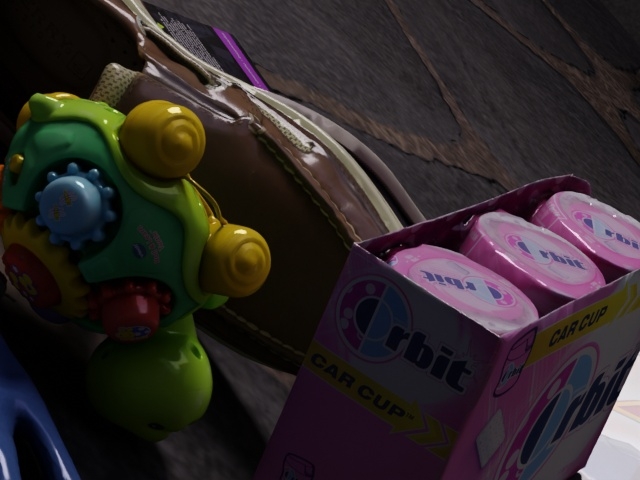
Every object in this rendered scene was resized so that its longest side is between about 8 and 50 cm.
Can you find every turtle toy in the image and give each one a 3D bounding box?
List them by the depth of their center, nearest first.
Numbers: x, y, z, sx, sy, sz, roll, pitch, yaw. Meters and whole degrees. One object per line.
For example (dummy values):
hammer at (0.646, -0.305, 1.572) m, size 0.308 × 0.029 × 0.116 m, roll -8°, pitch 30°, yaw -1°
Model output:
turtle toy at (-0.069, 0.008, 0.628) m, size 0.095 × 0.066 × 0.130 m, roll 9°, pitch -48°, yaw 52°

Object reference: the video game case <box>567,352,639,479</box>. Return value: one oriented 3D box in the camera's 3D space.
video game case at (0.175, 0.121, 0.760) m, size 0.275 × 0.035 × 0.248 m, roll -10°, pitch 46°, yaw -19°

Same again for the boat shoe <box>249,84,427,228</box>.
boat shoe at (0.000, 0.000, 0.820) m, size 0.075 × 0.065 × 0.206 m, roll 3°, pitch -27°, yaw 44°

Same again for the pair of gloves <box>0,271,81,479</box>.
pair of gloves at (-0.142, 0.013, 0.541) m, size 0.198 × 0.023 × 0.159 m, roll 45°, pitch 12°, yaw -29°

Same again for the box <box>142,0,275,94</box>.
box at (-0.061, -0.066, 0.900) m, size 0.116 × 0.029 × 0.162 m, roll 55°, pitch 18°, yaw 21°

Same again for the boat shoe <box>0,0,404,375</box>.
boat shoe at (-0.072, -0.035, 0.712) m, size 0.257 × 0.095 × 0.095 m, roll 40°, pitch 13°, yaw 16°

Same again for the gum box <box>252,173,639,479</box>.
gum box at (0.061, 0.046, 0.674) m, size 0.062 × 0.107 × 0.188 m, roll 32°, pitch 24°, yaw 22°
